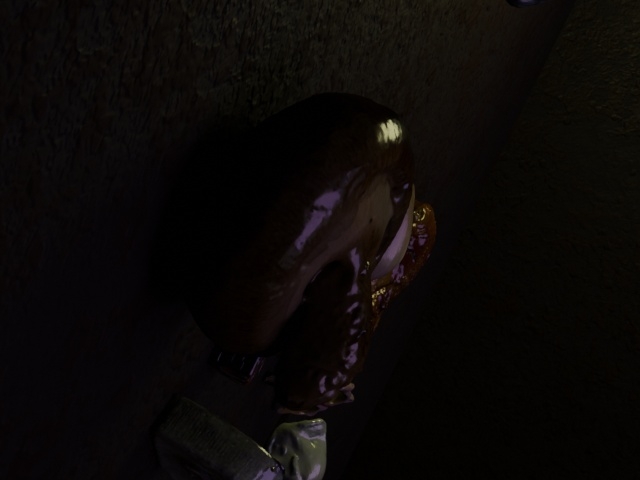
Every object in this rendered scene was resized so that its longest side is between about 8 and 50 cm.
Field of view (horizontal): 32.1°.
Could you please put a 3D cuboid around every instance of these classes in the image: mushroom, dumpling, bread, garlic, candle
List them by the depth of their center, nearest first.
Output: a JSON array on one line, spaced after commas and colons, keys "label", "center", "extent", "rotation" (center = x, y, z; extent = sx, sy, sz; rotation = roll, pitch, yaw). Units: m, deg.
[{"label": "mushroom", "center": [-0.020, -0.014, 1.223], "extent": [0.345, 0.239, 0.345], "rotation": [-61, -171, 17]}, {"label": "candle", "center": [-0.147, 0.278, 1.456], "extent": [0.168, 0.192, 0.068], "rotation": [53, 56, -27]}, {"label": "garlic", "center": [0.105, -0.017, 1.904], "extent": [0.228, 0.110, 0.217], "rotation": [-67, 170, 22]}, {"label": "bread", "center": [0.092, 0.090, 2.073], "extent": [0.380, 0.109, 0.185], "rotation": [-54, 166, -24]}, {"label": "dumpling", "center": [-0.068, 0.445, 2.207], "extent": [0.151, 0.124, 0.229], "rotation": [4, 113, -37]}]

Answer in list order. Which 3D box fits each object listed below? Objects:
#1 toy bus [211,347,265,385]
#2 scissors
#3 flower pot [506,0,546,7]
[{"label": "toy bus", "center": [-0.068, 0.089, 1.538], "extent": [0.235, 0.073, 0.096], "rotation": [-59, 176, -11]}, {"label": "scissors", "center": [-0.035, 0.274, 1.996], "extent": [0.160, 0.024, 0.317], "rotation": [-21, 157, 15]}, {"label": "flower pot", "center": [0.148, -0.354, 0.952], "extent": [0.299, 0.299, 0.283], "rotation": [-64, 162, 11]}]
